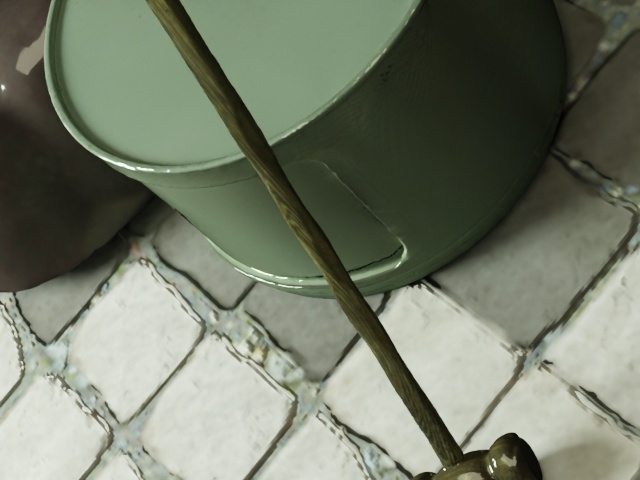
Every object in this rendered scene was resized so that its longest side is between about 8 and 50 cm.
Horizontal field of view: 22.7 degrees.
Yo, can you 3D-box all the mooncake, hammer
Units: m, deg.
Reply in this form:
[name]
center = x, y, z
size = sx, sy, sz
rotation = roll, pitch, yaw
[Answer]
[mooncake]
center = -0.186, -0.096, 0.943
size = 0.245, 0.133, 0.245
rotation = -18, 48, 21
[hammer]
center = 0.000, 0.000, 0.684
size = 0.058, 0.292, 0.029
rotation = -29, 12, 16

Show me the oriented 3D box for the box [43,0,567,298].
[box]
center = -0.004, -0.099, 0.803
size = 0.226, 0.149, 0.226
rotation = -16, 55, 25
